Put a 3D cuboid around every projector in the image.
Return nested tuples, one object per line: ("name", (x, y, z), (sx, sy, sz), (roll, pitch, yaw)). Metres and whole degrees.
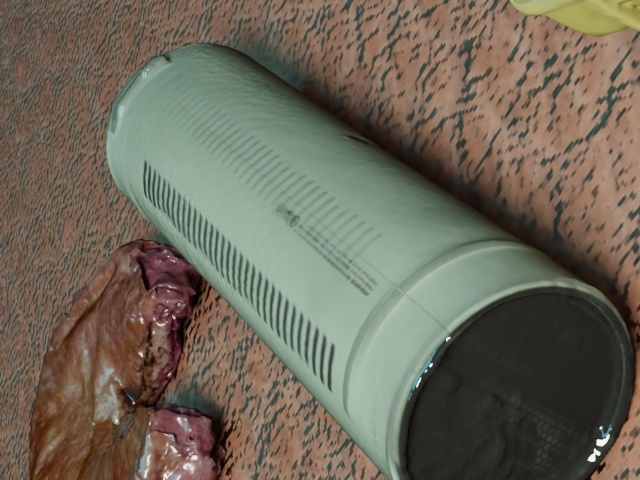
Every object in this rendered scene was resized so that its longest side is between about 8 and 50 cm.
("projector", (0.000, 0.000, 0.624), (0.337, 0.108, 0.108), (41, 114, 56))

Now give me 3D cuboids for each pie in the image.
("pie", (-0.125, 0.113, 0.835), (0.204, 0.054, 0.218), (-55, 37, 31))

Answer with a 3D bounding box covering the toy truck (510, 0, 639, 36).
("toy truck", (0.160, -0.143, 0.385), (0.272, 0.157, 0.124), (-17, 64, 41))
